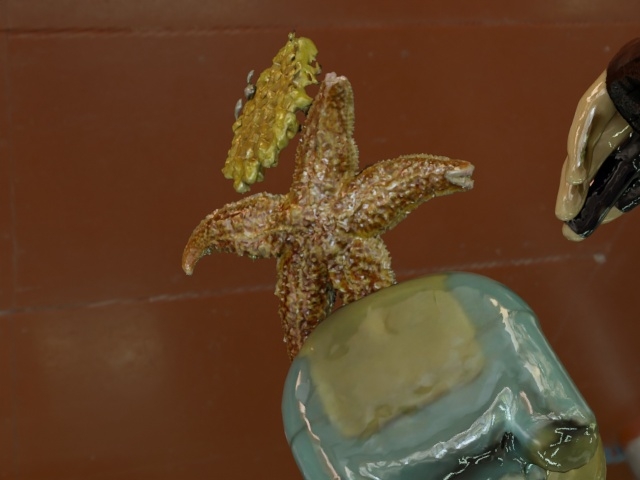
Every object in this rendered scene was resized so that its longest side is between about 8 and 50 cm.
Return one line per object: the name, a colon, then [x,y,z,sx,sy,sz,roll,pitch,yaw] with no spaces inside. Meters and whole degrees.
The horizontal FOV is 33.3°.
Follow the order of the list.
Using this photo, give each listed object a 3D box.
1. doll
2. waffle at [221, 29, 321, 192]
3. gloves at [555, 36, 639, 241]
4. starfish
doll: [0.088,0.137,0.678,0.177,0.161,0.261,-32,142,3]
waffle: [-0.078,-0.204,1.728,0.060,0.262,0.280,27,87,-24]
gloves: [0.325,-0.083,0.991,0.152,0.197,0.301,-46,177,-38]
starfish: [-0.001,0.000,0.766,0.240,0.227,0.043,-10,180,28]
